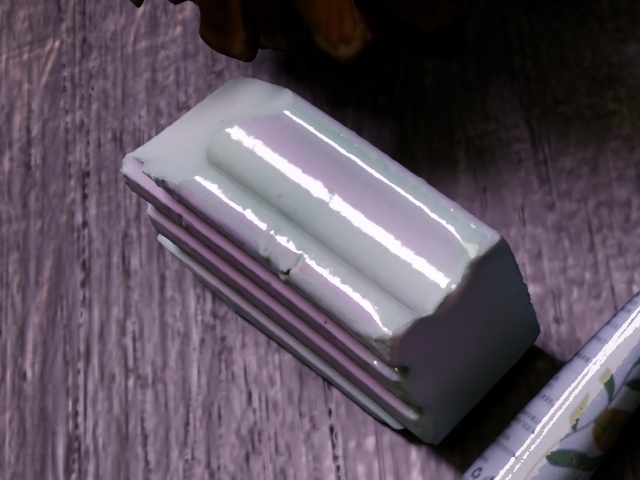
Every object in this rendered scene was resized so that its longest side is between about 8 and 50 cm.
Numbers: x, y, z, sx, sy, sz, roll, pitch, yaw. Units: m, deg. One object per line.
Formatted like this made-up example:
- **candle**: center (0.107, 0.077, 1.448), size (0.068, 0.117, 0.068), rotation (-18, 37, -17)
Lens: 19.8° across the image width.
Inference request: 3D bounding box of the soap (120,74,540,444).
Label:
- **soap**: center (0.000, 0.000, 0.969), size (0.091, 0.145, 0.230), rotation (-44, 57, -13)

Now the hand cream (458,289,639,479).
- **hand cream**: center (0.122, 0.085, 0.895), size (0.055, 0.088, 0.256), rotation (36, 85, 12)

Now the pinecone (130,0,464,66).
- **pinecone**: center (-0.015, -0.275, 0.986), size (0.397, 0.398, 0.398), rotation (-13, 57, 20)
